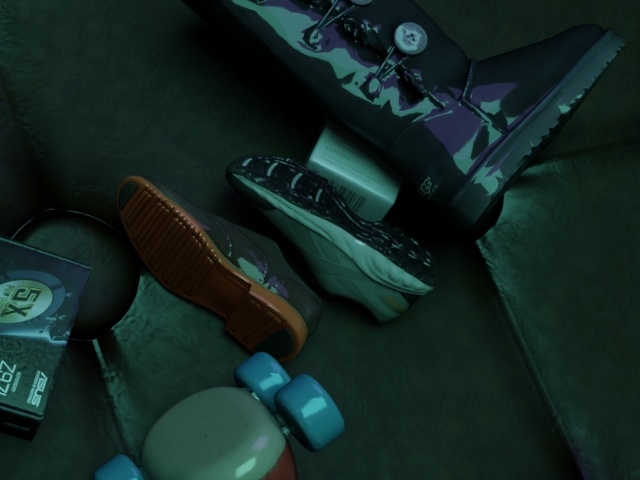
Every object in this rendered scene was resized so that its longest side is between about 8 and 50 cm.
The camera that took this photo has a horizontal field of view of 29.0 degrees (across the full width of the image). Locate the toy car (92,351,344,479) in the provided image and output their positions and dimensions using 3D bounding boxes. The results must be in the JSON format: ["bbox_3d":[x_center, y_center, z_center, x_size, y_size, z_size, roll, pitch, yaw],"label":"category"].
[{"bbox_3d":[-0.065,0.278,1.247,0.219,0.210,0.238,-35,110,-17],"label":"toy car"}]

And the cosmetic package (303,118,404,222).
[{"bbox_3d":[0.064,-0.138,1.524,0.117,0.085,0.231,29,57,-4],"label":"cosmetic package"}]

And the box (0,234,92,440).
[{"bbox_3d":[-0.333,0.094,1.268,0.147,0.077,0.180,20,60,-11],"label":"box"}]

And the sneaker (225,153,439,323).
[{"bbox_3d":[0.000,0.000,1.416,0.271,0.108,0.100,36,28,-4],"label":"sneaker"}]

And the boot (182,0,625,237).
[{"bbox_3d":[0.106,-0.266,1.486,0.445,0.146,0.367,40,56,8],"label":"boot"}]

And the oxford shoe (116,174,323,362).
[{"bbox_3d":[-0.113,0.019,1.390,0.271,0.097,0.098,44,40,-2],"label":"oxford shoe"}]
